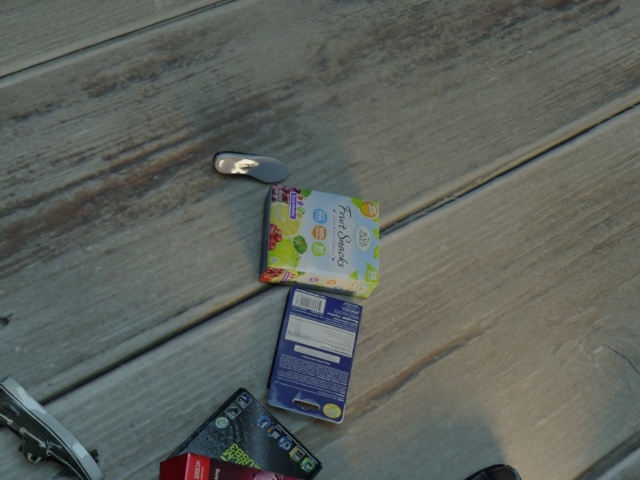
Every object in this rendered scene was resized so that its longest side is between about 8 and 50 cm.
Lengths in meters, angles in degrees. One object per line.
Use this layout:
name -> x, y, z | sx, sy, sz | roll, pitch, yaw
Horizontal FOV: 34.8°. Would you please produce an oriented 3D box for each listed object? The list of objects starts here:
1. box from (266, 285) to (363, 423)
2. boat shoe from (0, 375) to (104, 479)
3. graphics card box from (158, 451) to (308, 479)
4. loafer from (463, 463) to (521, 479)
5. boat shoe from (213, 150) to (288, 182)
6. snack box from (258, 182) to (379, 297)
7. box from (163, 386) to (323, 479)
box -> -0.011, 0.199, 1.754 | 0.136, 0.036, 0.225 | 17, 58, -8
boat shoe -> -0.424, 0.304, 1.550 | 0.219, 0.078, 0.070 | 40, 65, 9
graphics card box -> -0.069, 0.467, 1.505 | 0.371, 0.094, 0.232 | 21, 58, -27
loafer -> 0.234, 0.466, 1.657 | 0.302, 0.095, 0.109 | -34, 76, -29
boat shoe -> -0.130, -0.142, 1.892 | 0.142, 0.049, 0.040 | 9, 23, -19
snack box -> 0.000, 0.000, 1.843 | 0.207, 0.070, 0.174 | 9, 60, -15
box -> -0.123, 0.361, 1.629 | 0.191, 0.045, 0.184 | 44, 57, 8
